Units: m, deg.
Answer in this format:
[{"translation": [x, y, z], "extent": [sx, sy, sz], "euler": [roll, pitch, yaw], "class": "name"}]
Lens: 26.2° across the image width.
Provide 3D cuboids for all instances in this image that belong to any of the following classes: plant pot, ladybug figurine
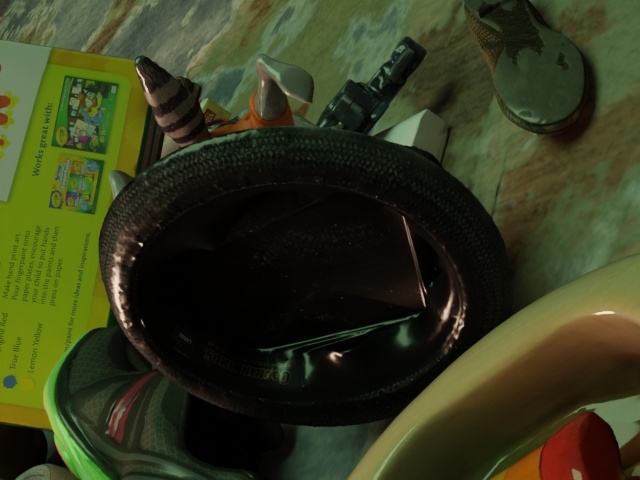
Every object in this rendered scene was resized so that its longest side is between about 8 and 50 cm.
[{"translation": [-0.420, 0.308, 1.741], "extent": [0.167, 0.167, 0.165], "euler": [-48, 18, 22], "class": "plant pot"}, {"translation": [0.145, 0.186, 0.781], "extent": [0.449, 0.162, 0.305], "euler": [-39, 31, 36], "class": "ladybug figurine"}]

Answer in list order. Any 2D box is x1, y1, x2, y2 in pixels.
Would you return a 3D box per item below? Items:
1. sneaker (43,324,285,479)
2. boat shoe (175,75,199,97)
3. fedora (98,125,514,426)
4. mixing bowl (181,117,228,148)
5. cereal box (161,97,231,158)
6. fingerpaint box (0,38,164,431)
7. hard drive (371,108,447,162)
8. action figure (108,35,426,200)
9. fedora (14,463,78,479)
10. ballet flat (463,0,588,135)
[{"translation": [-0.136, 0.203, 1.337], "extent": [0.202, 0.185, 0.483], "euler": [-40, 28, -1], "class": "sneaker"}, {"translation": [-0.255, -0.160, 2.050], "extent": [0.207, 0.073, 0.073], "euler": [-63, 24, -11], "class": "boat shoe"}, {"translation": [-0.007, 0.002, 1.122], "extent": [0.334, 0.334, 0.152], "euler": [-41, 22, 35], "class": "fedora"}, {"translation": [-0.122, -0.044, 1.630], "extent": [0.181, 0.098, 0.181], "euler": [-43, 29, 31], "class": "mixing bowl"}, {"translation": [-0.223, -0.100, 1.870], "extent": [0.240, 0.047, 0.173], "euler": [-6, 53, 62], "class": "cereal box"}, {"translation": [-0.404, -0.010, 1.657], "extent": [0.163, 0.371, 0.445], "euler": [88, -169, -80], "class": "fingerpaint box"}, {"translation": [0.000, 0.000, 1.417], "extent": [0.307, 0.040, 0.203], "euler": [-24, 42, 52], "class": "hard drive"}, {"translation": [-0.060, -0.109, 1.341], "extent": [0.341, 0.178, 0.330], "euler": [-51, -8, -3], "class": "action figure"}, {"translation": [-0.314, 0.356, 1.505], "extent": [0.275, 0.124, 0.243], "euler": [-62, 24, -7], "class": "fedora"}, {"translation": [0.183, -0.161, 1.246], "extent": [0.084, 0.058, 0.250], "euler": [-19, 37, 1], "class": "ballet flat"}]
